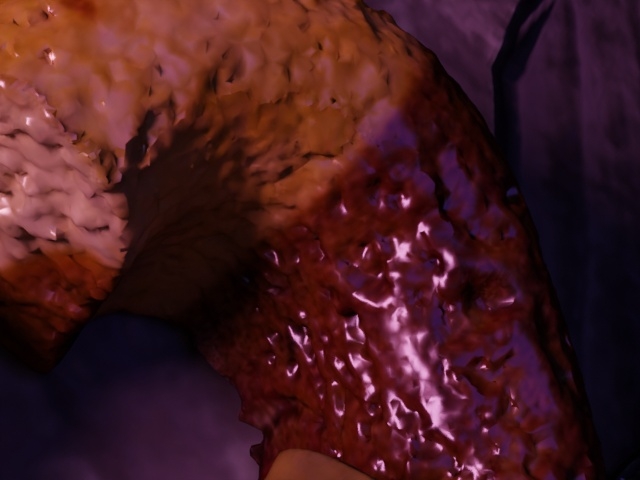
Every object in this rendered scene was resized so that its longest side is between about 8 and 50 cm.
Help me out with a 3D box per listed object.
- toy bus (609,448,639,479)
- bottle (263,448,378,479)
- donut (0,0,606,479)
[{"bbox_3d":[0.204,0.051,0.619,0.113,0.134,0.246,38,58,-15],"label":"toy bus"},{"bbox_3d":[0.067,0.202,0.463,0.351,0.171,0.171,41,58,-14],"label":"bottle"},{"bbox_3d":[0.000,0.000,0.529,0.295,0.112,0.151,42,60,-14],"label":"donut"}]
